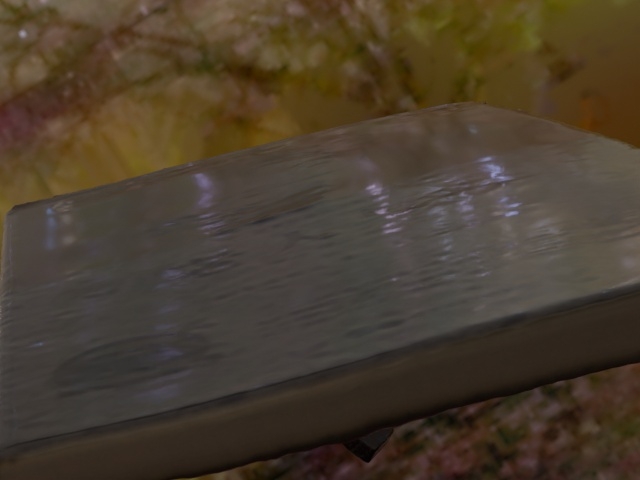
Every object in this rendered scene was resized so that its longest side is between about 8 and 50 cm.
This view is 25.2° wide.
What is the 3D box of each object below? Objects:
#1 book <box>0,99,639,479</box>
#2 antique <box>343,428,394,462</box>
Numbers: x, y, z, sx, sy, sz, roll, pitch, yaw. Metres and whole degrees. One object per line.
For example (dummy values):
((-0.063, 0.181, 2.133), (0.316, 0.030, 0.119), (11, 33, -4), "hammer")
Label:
((0.000, 0.000, 0.583), (0.269, 0.032, 0.389), (-14, 14, -10), "book")
((-0.036, 0.079, 0.947), (0.031, 0.192, 0.015), (-39, -20, -46), "antique")
